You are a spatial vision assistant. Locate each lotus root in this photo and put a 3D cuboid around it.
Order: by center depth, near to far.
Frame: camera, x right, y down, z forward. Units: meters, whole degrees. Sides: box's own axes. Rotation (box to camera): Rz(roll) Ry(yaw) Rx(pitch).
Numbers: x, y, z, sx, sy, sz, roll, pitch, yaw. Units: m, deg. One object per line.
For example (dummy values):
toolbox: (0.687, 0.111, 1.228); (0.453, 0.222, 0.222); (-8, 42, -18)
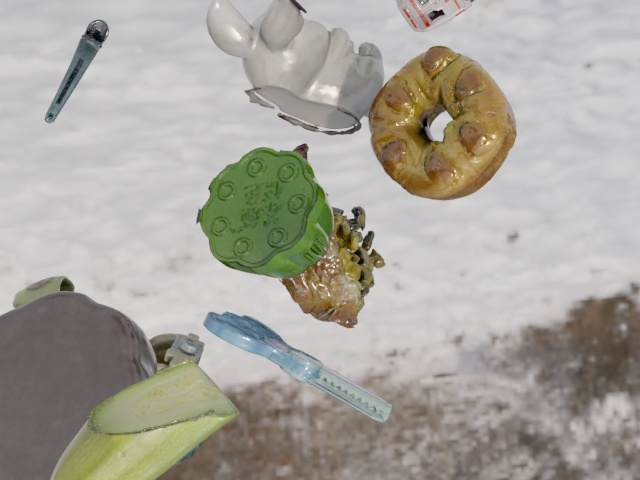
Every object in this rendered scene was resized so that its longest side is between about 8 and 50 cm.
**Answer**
lotus root: (-0.050, -0.016, 1.837); (0.186, 0.186, 0.186); (-5, 177, 0)

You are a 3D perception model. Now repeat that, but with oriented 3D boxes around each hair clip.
hair clip: (-0.430, -0.288, 2.328); (0.039, 0.070, 0.229); (28, 132, -11)

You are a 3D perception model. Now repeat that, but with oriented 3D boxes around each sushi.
sushi: (0.001, 0.003, 2.179); (0.179, 0.296, 0.167); (-24, 172, 0)

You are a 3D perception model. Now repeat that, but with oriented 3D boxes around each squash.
squash: (-0.166, 0.175, 1.079); (0.200, 0.090, 0.075); (-41, 142, -10)

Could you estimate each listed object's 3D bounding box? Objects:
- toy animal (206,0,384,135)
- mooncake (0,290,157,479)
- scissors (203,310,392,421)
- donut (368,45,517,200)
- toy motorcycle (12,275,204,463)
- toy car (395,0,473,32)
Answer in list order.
toy animal: (-0.029, -0.285, 2.131); (0.209, 0.154, 0.325); (-4, 157, 29)
mooncake: (-0.349, 0.230, 1.810); (0.306, 0.306, 0.154); (-6, 157, 12)
scissors: (-0.025, 0.154, 1.653); (0.256, 0.030, 0.125); (29, -173, 14)
donut: (0.178, -0.167, 1.949); (0.227, 0.226, 0.114); (-7, 166, 28)
toy motorcycle: (-0.361, 0.204, 2.153); (0.410, 0.237, 0.168); (24, -161, -4)
toy car: (0.163, -0.390, 2.066); (0.108, 0.089, 0.209); (-37, -159, 8)
